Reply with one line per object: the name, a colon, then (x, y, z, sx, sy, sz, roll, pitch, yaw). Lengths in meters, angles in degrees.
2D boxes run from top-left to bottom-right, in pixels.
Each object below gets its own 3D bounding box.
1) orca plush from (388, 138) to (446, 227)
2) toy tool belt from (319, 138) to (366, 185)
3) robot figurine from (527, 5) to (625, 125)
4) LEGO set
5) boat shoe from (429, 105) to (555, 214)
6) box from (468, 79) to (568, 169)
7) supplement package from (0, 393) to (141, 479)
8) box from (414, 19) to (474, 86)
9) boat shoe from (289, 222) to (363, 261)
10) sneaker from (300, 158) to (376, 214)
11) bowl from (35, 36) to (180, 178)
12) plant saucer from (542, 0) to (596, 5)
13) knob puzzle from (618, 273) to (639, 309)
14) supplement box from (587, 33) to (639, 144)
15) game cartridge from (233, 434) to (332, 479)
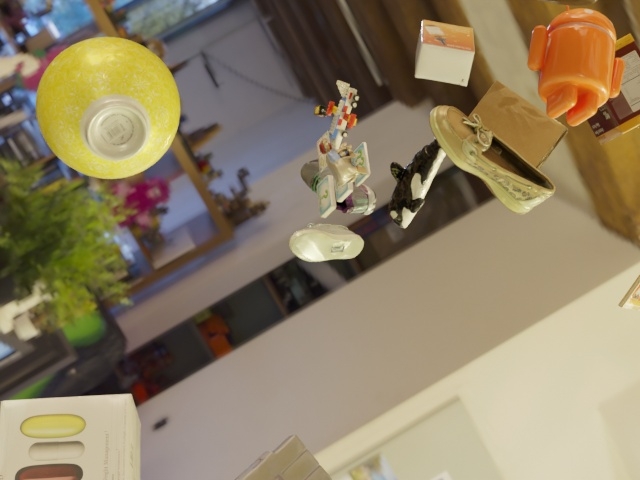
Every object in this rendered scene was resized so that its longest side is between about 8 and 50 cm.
orca plush: (0.212, -0.154, 2.471, 0.102, 0.151, 0.287, 23, -38, -4)
toy tool belt: (0.037, -0.130, 1.680, 0.052, 0.051, 0.083, 93, -26, -57)
robot figurine: (0.451, -0.315, 1.842, 0.128, 0.158, 0.219, 56, 43, -60)
LEGO set: (0.022, -0.194, 2.081, 0.182, 0.060, 0.244, -43, -135, 49)
boat shoe: (0.331, -0.170, 2.018, 0.285, 0.089, 0.104, 38, 47, -18)
box: (0.393, -0.219, 2.186, 0.201, 0.164, 0.021, 42, 11, 33)
supplement package: (-0.390, 0.358, 1.633, 0.149, 0.203, 0.194, 94, -8, -59)
box: (0.301, -0.457, 2.540, 0.170, 0.130, 0.091, -81, -179, -59)
boat shoe: (0.001, -0.001, 2.486, 0.227, 0.079, 0.081, 3, 28, -44)
sneaker: (0.017, -0.121, 2.309, 0.224, 0.098, 0.083, 29, -63, 39)
bowl: (-0.406, -0.236, 2.042, 0.289, 0.289, 0.156, 62, -2, -31)
plant saucer: (0.331, -0.432, 1.672, 0.278, 0.041, 0.278, 17, 4, -1)
knob puzzle: (0.690, 0.063, 2.111, 0.030, 0.213, 0.213, 39, -14, 28)
supplement box: (0.689, -0.349, 2.448, 0.194, 0.129, 0.191, 62, -1, 2)
game cartridge: (-0.104, 0.529, 1.810, 0.230, 0.355, 0.068, 49, -33, 5)
